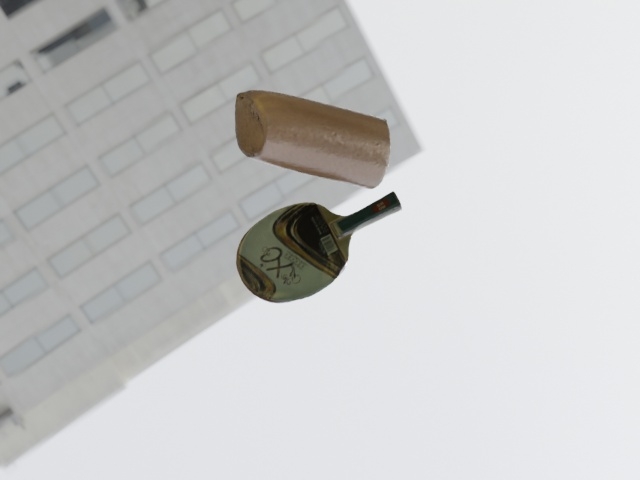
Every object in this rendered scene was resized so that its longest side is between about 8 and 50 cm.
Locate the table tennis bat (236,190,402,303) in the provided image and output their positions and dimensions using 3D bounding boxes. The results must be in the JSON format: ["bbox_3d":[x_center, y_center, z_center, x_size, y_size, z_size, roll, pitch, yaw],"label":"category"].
[{"bbox_3d":[0.000,0.000,2.076,0.301,0.022,0.173,-26,-115,0],"label":"table tennis bat"}]

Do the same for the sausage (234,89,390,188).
[{"bbox_3d":[-0.016,-0.166,1.982,0.123,0.253,0.123,-169,-90,-68],"label":"sausage"}]
